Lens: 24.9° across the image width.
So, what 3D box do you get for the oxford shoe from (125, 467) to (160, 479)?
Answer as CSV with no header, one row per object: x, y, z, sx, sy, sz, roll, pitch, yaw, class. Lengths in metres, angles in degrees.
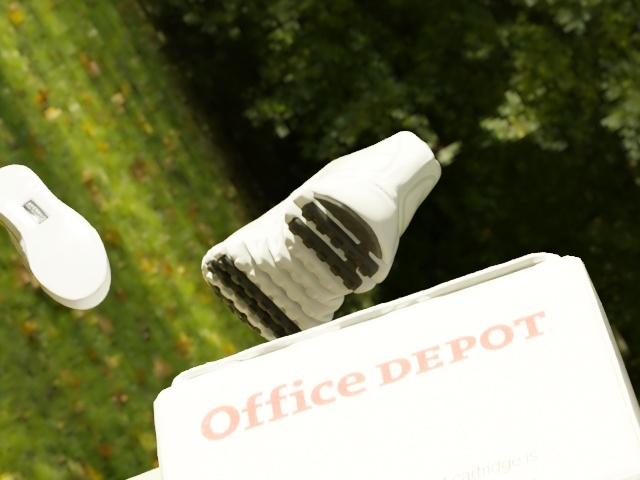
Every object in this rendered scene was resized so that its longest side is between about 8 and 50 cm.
-0.109,0.242,1.172,0.140,0.397,0.146,49,-14,31,oxford shoe

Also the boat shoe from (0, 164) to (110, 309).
-0.127,0.004,0.692,0.100,0.035,0.035,42,-20,36,boat shoe

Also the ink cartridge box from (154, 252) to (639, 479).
0.057,0.172,0.595,0.117,0.207,0.283,58,17,-51,ink cartridge box

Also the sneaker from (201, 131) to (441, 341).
0.000,0.000,1.167,0.110,0.118,0.292,46,-32,-9,sneaker
